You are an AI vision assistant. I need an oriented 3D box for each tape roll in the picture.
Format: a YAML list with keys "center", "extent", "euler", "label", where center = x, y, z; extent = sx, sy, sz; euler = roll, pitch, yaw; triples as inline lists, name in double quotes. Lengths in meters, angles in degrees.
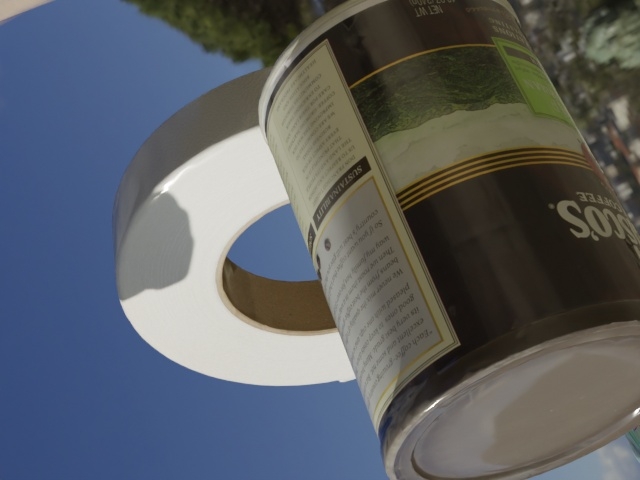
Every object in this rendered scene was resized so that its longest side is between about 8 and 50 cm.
- center: [0.000, 0.000, 1.088]
  extent: [0.392, 0.392, 0.072]
  euler: [52, -162, -46]
  label: "tape roll"

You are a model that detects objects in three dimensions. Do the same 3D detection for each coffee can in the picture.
- center: [0.091, -0.004, 0.756]
  extent: [0.201, 0.201, 0.275]
  euler: [47, -162, -57]
  label: "coffee can"

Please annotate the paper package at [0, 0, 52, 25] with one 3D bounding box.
- center: [-0.131, -0.276, 0.492]
  extent: [0.309, 0.168, 0.325]
  euler: [14, 131, 65]
  label: "paper package"

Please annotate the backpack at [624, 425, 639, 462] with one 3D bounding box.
- center: [0.360, 0.170, 1.049]
  extent: [0.166, 0.144, 0.188]
  euler: [42, -159, -20]
  label: "backpack"
